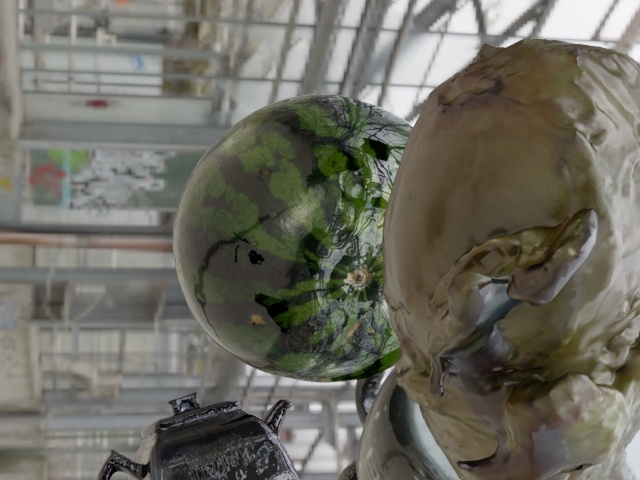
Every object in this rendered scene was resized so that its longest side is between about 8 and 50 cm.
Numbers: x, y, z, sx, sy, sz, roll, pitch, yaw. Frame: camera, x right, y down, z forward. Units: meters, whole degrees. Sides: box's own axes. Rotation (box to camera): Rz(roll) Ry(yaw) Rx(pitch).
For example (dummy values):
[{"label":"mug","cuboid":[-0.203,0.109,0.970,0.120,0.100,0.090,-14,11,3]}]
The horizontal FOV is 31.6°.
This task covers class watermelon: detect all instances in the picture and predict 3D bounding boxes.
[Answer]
[{"label":"watermelon","cuboid":[0.000,0.000,1.109,0.285,0.285,0.285,-179,-90,-78]}]

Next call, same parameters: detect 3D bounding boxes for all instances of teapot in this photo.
[{"label":"teapot","cuboid":[0.102,0.254,1.323,0.305,0.223,0.285,45,-41,16]},{"label":"teapot","cuboid":[-0.096,0.170,0.904,0.087,0.177,0.096,-35,-109,62]}]

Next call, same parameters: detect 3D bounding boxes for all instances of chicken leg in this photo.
[{"label":"chicken leg","cuboid":[0.110,0.056,0.532,0.211,0.140,0.361,-60,148,-35]}]
